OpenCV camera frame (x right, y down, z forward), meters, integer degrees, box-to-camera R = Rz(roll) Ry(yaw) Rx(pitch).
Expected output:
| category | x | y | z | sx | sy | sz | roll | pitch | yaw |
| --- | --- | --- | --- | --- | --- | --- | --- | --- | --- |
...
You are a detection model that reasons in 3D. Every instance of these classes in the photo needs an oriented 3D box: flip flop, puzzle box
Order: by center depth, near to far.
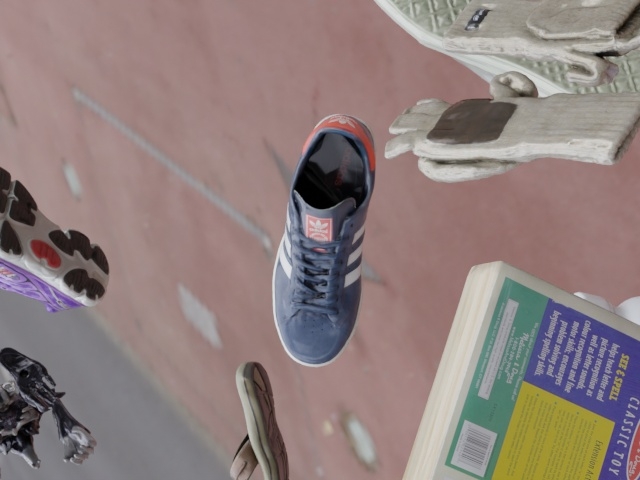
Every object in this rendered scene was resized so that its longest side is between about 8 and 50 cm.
| category | x | y | z | sx | sy | sz | roll | pitch | yaw |
| --- | --- | --- | --- | --- | --- | --- | --- | --- | --- |
| puzzle box | 0.179 | 0.252 | 1.099 | 0.052 | 0.272 | 0.409 | -16 | 52 | 66 |
| flip flop | -0.100 | 0.315 | 2.119 | 0.112 | 0.080 | 0.277 | -71 | -29 | -74 |

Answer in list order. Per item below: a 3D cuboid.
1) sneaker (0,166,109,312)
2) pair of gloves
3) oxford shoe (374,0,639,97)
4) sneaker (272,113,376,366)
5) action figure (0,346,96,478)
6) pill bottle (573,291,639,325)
| category | x | y | z | sx | sy | sz | roll | pitch | yaw |
| --- | --- | --- | --- | --- | --- | --- | --- | --- | --- |
| sneaker | -0.228 | 0.005 | 1.016 | 0.170 | 0.071 | 0.068 | 44 | -144 | -35 |
| pair of gloves | 0.171 | -0.122 | 1.112 | 0.204 | 0.240 | 0.042 | -1 | 129 | 31 |
| oxford shoe | 0.224 | -0.268 | 1.808 | 0.449 | 0.169 | 0.130 | 33 | 168 | 13 |
| sneaker | 0.000 | 0.000 | 1.924 | 0.148 | 0.131 | 0.350 | -11 | -73 | -85 |
| action figure | -0.371 | 0.232 | 1.730 | 0.141 | 0.164 | 0.276 | 58 | 165 | 18 |
| pill bottle | 0.427 | 0.159 | 1.734 | 0.162 | 0.278 | 0.162 | -166 | 90 | -83 |
